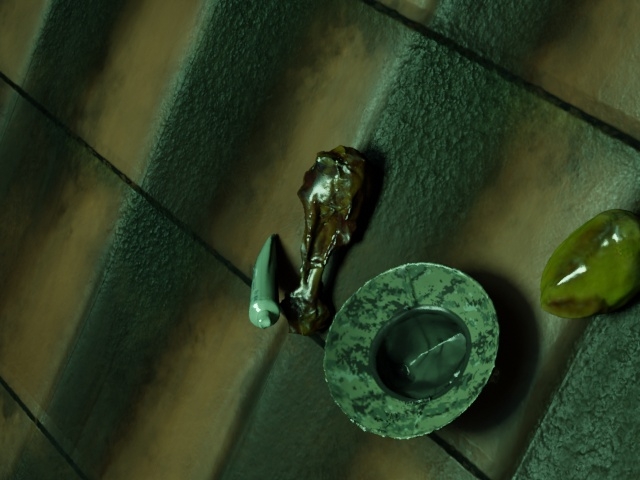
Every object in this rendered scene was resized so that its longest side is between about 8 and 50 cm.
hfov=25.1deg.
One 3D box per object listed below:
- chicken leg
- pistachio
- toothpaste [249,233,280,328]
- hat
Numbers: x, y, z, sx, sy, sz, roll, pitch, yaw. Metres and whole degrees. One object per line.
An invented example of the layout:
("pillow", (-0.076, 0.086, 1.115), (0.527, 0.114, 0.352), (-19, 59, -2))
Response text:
("chicken leg", (0.000, 0.000, 2.208), (0.093, 0.113, 0.304), (-131, 56, -72))
("pistachio", (0.359, 0.029, 1.847), (0.189, 0.100, 0.110), (-53, 26, 36))
("toothpaste", (-0.089, 0.071, 2.243), (0.268, 0.047, 0.069), (-97, 3, -66))
("hat", (0.149, 0.160, 2.004), (0.265, 0.128, 0.266), (-9, 73, 29))
